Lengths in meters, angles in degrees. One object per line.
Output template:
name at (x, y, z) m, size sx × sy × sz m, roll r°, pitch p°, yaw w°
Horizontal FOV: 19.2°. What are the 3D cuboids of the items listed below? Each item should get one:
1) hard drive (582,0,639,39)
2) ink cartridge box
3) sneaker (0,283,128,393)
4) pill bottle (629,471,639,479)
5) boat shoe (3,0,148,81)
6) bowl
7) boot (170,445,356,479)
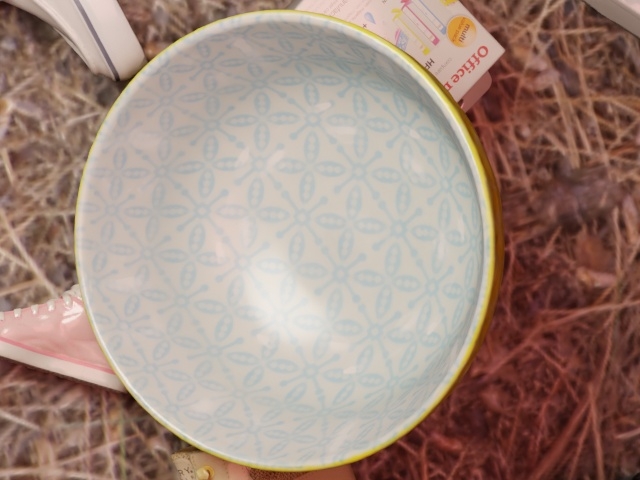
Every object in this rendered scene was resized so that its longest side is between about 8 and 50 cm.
hard drive at (0.262, -0.341, 1.394) m, size 0.233 × 0.047 × 0.353 m, roll 31°, pitch 81°, yaw -12°
ink cartridge box at (0.051, -0.134, 1.315) m, size 0.143 × 0.090 × 0.092 m, roll 44°, pitch 79°, yaw -9°
sneaker at (-0.184, 0.053, 1.274) m, size 0.134 × 0.051 × 0.070 m, roll 18°, pitch 83°, yaw -16°
pill bottle at (0.280, 0.224, 1.347) m, size 0.219 × 0.123 × 0.123 m, roll 4°, pitch 88°, yaw -14°
boat shoe at (-0.219, -0.196, 1.257) m, size 0.084 × 0.095 × 0.258 m, roll -39°, pitch 87°, yaw -8°
bowl at (0.000, 0.000, 1.247) m, size 0.289 × 0.156 × 0.289 m, roll 0°, pitch 91°, yaw 23°
boot at (-0.067, 0.239, 1.272) m, size 0.262 × 0.095 × 0.203 m, roll -26°, pitch 96°, yaw -17°
